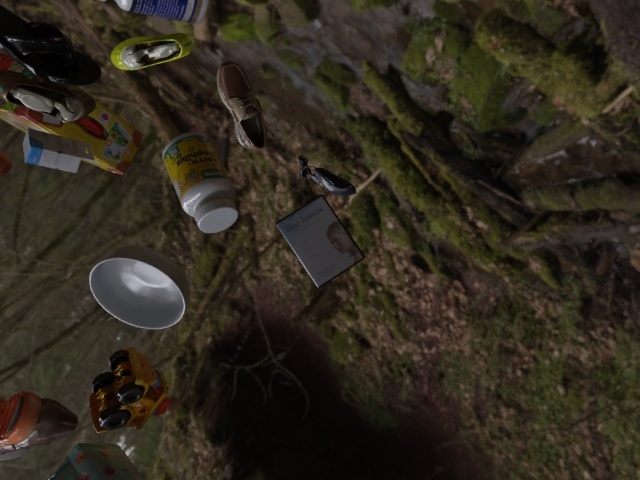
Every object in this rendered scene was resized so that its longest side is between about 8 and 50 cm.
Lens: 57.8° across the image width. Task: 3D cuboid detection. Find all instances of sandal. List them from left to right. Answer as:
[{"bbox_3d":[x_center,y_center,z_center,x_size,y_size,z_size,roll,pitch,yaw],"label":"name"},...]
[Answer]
[{"bbox_3d":[-0.897,-0.624,1.801,0.446,0.167,0.107,29,139,-3],"label":"sandal"}]

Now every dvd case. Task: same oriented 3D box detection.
[{"bbox_3d":[0.000,0.000,1.842,0.253,0.180,0.022,56,173,10],"label":"dvd case"}]

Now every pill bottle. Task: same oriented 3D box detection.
[{"bbox_3d":[-0.414,-0.627,1.408,0.265,0.153,0.153,-1,-170,-29],"label":"pill bottle"},{"bbox_3d":[-0.255,-0.123,1.247,0.208,0.118,0.117,62,-177,27],"label":"pill bottle"}]

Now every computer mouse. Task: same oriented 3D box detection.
[{"bbox_3d":[0.017,-0.224,2.258,0.262,0.060,0.184,32,170,7],"label":"computer mouse"}]

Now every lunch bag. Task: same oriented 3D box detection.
[{"bbox_3d":[-0.571,0.681,1.594,0.223,0.160,0.262,36,170,24],"label":"lunch bag"}]

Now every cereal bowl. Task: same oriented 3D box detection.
[{"bbox_3d":[-0.608,0.143,2.007,0.339,0.141,0.339,6,130,7],"label":"cereal bowl"}]

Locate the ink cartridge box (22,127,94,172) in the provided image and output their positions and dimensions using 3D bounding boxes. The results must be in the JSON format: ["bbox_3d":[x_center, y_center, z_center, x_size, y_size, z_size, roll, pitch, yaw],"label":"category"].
[{"bbox_3d":[-0.775,-0.261,1.717,0.180,0.060,0.104,11,-148,-38],"label":"ink cartridge box"}]

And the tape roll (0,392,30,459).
[{"bbox_3d":[-1.016,0.559,1.772,0.286,0.100,0.286,19,178,1],"label":"tape roll"}]

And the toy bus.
[{"bbox_3d":[-0.497,0.418,1.600,0.211,0.220,0.149,21,-156,-41],"label":"toy bus"}]

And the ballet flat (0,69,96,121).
[{"bbox_3d":[-0.851,-0.436,1.824,0.124,0.116,0.342,48,-162,30],"label":"ballet flat"}]

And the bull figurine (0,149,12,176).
[{"bbox_3d":[-1.232,-0.310,2.056,0.101,0.188,0.310,27,163,26],"label":"bull figurine"}]

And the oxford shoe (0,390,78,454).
[{"bbox_3d":[-0.656,0.415,1.271,0.133,0.130,0.364,27,148,-36],"label":"oxford shoe"}]

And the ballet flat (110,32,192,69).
[{"bbox_3d":[-0.438,-0.477,1.470,0.077,0.231,0.077,-81,-20,-55],"label":"ballet flat"}]

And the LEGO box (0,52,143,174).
[{"bbox_3d":[-0.979,-0.465,2.153,0.373,0.193,0.500,20,171,24],"label":"LEGO box"}]

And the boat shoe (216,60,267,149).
[{"bbox_3d":[-0.256,-0.460,2.000,0.116,0.123,0.324,36,152,52],"label":"boat shoe"}]
